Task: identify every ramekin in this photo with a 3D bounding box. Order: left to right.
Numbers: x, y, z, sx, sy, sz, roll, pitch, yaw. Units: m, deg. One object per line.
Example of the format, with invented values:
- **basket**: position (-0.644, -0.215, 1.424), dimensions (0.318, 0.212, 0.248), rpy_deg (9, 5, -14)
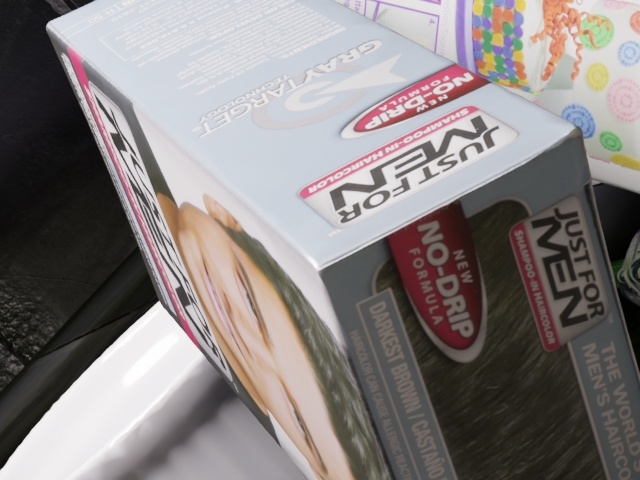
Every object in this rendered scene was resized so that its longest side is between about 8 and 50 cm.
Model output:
- **ramekin**: position (-0.074, 0.127, 1.053), dimensions (0.277, 0.135, 0.277), rpy_deg (-41, 11, 10)

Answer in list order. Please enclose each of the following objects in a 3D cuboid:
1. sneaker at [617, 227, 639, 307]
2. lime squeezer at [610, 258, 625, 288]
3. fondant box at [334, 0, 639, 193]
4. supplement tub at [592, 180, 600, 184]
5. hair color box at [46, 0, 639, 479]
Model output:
- **sneaker**: position (0.176, 0.015, 0.816), dimensions (0.058, 0.052, 0.135), rpy_deg (-51, 1, 14)
- **lime squeezer**: position (0.116, 0.019, 1.037), dimensions (0.110, 0.059, 0.310), rpy_deg (-13, 10, 0)
- **fondant box**: position (0.110, -0.171, 0.849), dimensions (0.330, 0.238, 0.096), rpy_deg (21, 23, 40)
- **supplement tub**: position (0.135, -0.224, 1.100), dimensions (0.241, 0.331, 0.241), rpy_deg (-41, 10, 9)
- **hair color box**: position (0.000, 0.000, 0.764), dimensions (0.113, 0.185, 0.374), rpy_deg (-27, 28, -13)
